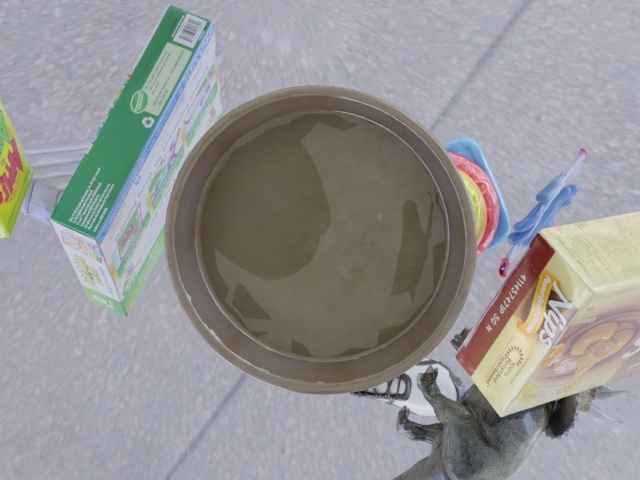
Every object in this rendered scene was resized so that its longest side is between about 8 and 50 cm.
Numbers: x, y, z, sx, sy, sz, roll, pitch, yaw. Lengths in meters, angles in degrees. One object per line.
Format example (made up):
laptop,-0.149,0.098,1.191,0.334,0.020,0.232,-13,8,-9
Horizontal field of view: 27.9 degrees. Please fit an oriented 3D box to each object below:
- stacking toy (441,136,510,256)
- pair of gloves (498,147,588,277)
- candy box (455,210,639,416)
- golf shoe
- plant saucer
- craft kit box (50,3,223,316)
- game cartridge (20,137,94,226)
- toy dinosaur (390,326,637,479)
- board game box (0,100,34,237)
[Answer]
stacking toy,0.141,-0.031,1.638,0.175,0.302,0.166,-21,91,10
pair of gloves,0.286,-0.034,1.642,0.023,0.198,0.159,38,73,14
candy box,0.304,0.059,1.291,0.316,0.087,0.183,-10,142,-39
golf shoe,0.077,0.174,1.575,0.198,0.094,0.077,15,105,28
plant saucer,0.000,0.000,1.146,0.278,0.041,0.278,1,101,6
craft kit box,-0.175,-0.073,1.307,0.061,0.246,0.250,22,70,9
game cartridge,-0.234,-0.065,1.587,0.230,0.355,0.068,27,110,25
toy dinosaur,0.178,0.203,1.416,0.313,0.121,0.160,-37,57,-10
board game box,-0.323,-0.097,1.175,0.043,0.092,0.181,-4,135,12
